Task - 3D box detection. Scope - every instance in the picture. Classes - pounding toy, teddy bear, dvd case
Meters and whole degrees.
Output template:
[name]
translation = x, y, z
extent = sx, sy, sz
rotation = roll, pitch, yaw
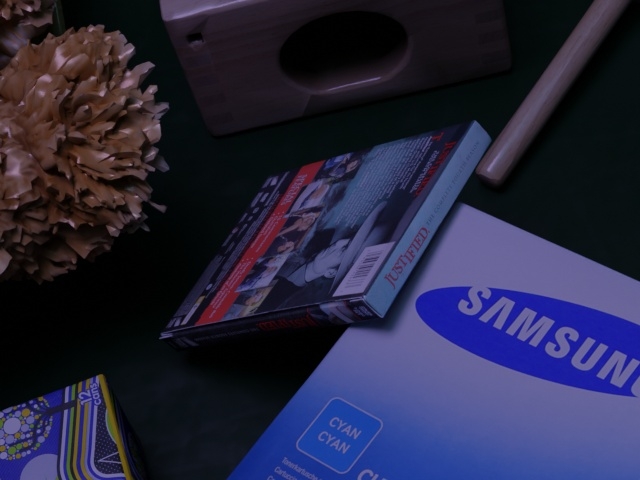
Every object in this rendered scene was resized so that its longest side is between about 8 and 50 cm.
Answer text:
[pounding toy]
translation = 0.042, -0.116, 0.780
extent = 0.206, 0.094, 0.181
rotation = -13, 58, 4
[teddy bear]
translation = -0.216, -0.003, 0.710
extent = 0.338, 0.113, 0.245
rotation = -19, 73, 2
[dvd case]
translation = 0.000, 0.000, 0.719
extent = 0.119, 0.013, 0.087
rotation = -15, 35, 50

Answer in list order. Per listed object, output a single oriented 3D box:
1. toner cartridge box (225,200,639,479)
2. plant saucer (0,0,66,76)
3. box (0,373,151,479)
[toner cartridge box]
translation = 0.135, 0.126, 0.594
extent = 0.348, 0.075, 0.165
rotation = 25, 66, 35
[plant saucer]
translation = -0.189, -0.063, 0.803
extent = 0.188, 0.045, 0.188
rotation = -12, 75, 3
[box]
translation = -0.074, 0.135, 0.677
extent = 0.059, 0.054, 0.169
rotation = -20, 58, 0
